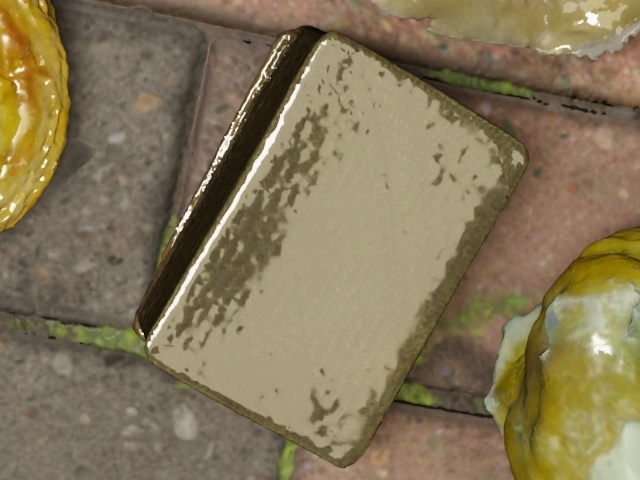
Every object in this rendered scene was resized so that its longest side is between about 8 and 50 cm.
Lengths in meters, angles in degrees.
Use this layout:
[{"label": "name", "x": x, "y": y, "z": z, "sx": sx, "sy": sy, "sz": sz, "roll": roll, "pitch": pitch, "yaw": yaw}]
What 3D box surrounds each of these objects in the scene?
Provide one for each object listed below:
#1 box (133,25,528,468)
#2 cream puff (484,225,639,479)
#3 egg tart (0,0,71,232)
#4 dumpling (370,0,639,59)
[{"label": "box", "x": 0.000, "y": -0.001, "z": 1.396, "sx": 0.184, "sy": 0.143, "sz": 0.273, "roll": 28, "pitch": 94, "yaw": -11}, {"label": "cream puff", "x": 0.311, "y": 0.134, "z": 1.387, "sx": 0.378, "sy": 0.275, "sz": 0.378, "roll": 10, "pitch": 108, "yaw": 30}, {"label": "egg tart", "x": -0.321, "y": -0.109, "z": 1.350, "sx": 0.294, "sy": 0.123, "sz": 0.294, "roll": -2, "pitch": 104, "yaw": -7}, {"label": "dumpling", "x": 0.181, "y": -0.223, "z": 1.408, "sx": 0.332, "sy": 0.086, "sz": 0.166, "roll": -23, "pitch": 116, "yaw": -4}]
